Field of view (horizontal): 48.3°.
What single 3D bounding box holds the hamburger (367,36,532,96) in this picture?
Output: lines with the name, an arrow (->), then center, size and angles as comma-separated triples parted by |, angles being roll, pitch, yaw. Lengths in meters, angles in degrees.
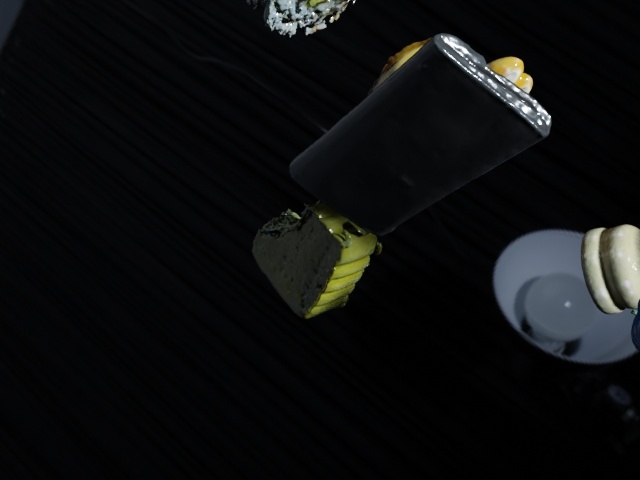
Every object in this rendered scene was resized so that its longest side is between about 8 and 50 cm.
hamburger -> 0.253, -0.247, 1.390 | 0.302, 0.186, 0.261 | -35, 136, 2

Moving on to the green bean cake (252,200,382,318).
green bean cake -> 0.000, 0.000, 1.753 | 0.202, 0.285, 0.310 | -11, 145, -41

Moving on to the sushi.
sushi -> -0.028, -0.707, 1.781 | 0.417, 0.176, 0.417 | -28, 143, -23

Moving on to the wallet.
wallet -> 0.139, -0.147, 1.142 | 0.406, 0.228, 0.062 | -34, -152, 49

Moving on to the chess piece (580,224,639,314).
chess piece -> 0.623, 0.033, 1.225 | 0.299, 0.167, 0.167 | -13, -168, 39

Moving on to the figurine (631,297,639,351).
figurine -> 0.412, 0.095, 0.852 | 0.136, 0.077, 0.079 | -16, 139, -58

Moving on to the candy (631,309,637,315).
candy -> 0.631, 0.170, 1.222 | 0.061, 0.202, 0.061 | -46, 154, -31
